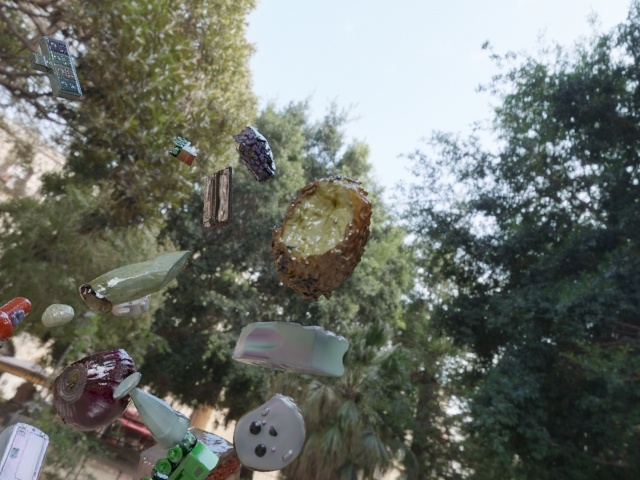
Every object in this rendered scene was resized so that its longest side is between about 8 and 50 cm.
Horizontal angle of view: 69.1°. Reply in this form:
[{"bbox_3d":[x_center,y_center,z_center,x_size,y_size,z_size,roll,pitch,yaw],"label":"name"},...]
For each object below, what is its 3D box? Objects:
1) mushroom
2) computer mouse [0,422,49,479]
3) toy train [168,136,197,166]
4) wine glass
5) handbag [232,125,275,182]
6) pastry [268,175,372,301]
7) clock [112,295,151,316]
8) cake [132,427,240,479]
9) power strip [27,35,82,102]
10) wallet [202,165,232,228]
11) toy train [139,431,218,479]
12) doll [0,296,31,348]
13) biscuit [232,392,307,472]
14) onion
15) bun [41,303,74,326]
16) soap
[{"bbox_3d":[-0.449,0.095,1.191,0.107,0.333,0.087,24,-65,25],"label":"mushroom"},{"bbox_3d":[-0.697,0.528,1.055,0.056,0.245,0.126,-40,-60,6],"label":"computer mouse"},{"bbox_3d":[-0.596,-0.391,2.040,0.118,0.176,0.074,30,-75,-15],"label":"toy train"},{"bbox_3d":[-0.332,0.335,0.921,0.073,0.073,0.155,-15,-64,44],"label":"wine glass"},{"bbox_3d":[-0.263,-0.346,1.897,0.207,0.127,0.228,64,-9,-32],"label":"handbag"},{"bbox_3d":[0.006,-0.003,1.501,0.293,0.405,0.337,18,-20,16],"label":"pastry"},{"bbox_3d":[-0.843,0.286,2.067,0.156,0.229,0.063,-2,-72,-6],"label":"clock"},{"bbox_3d":[-0.426,0.778,1.502,0.230,0.236,0.309,8,2,26],"label":"cake"},{"bbox_3d":[-0.913,-0.588,1.578,0.061,0.215,0.145,-22,-8,26],"label":"power strip"},{"bbox_3d":[-0.446,-0.172,2.003,0.041,0.246,0.323,1,-3,-32],"label":"wallet"},{"bbox_3d":[-0.354,0.571,1.105,0.119,0.251,0.085,39,12,7],"label":"toy train"},{"bbox_3d":[-0.932,0.248,1.285,0.161,0.290,0.129,-18,-73,12],"label":"doll"},{"bbox_3d":[-0.137,0.527,1.256,0.181,0.208,0.049,58,-11,17],"label":"biscuit"},{"bbox_3d":[-0.903,0.620,1.885,0.260,0.337,0.281,55,-9,32],"label":"onion"},{"bbox_3d":[-1.012,0.281,1.788,0.115,0.115,0.069,5,-63,24],"label":"bun"},{"bbox_3d":[-0.141,0.417,1.801,0.446,0.156,0.261,-9,-29,45],"label":"soap"}]
